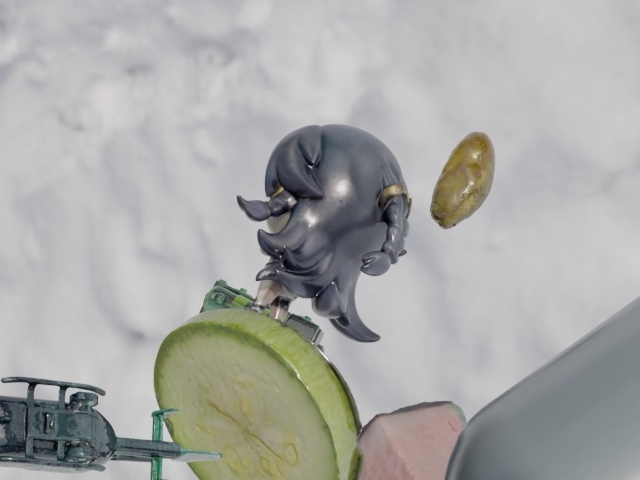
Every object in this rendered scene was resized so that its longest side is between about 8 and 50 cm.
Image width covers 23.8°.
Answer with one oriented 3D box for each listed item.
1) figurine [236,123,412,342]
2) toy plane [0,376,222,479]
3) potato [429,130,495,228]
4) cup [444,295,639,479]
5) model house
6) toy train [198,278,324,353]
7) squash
[{"bbox_3d":[0.005,-0.007,1.719,0.175,0.197,0.265,94,173,-67],"label":"figurine"},{"bbox_3d":[-0.172,0.144,1.071,0.096,0.235,0.060,-37,51,52],"label":"toy plane"},{"bbox_3d":[0.121,-0.049,1.252,0.046,0.045,0.092,13,64,36],"label":"potato"},{"bbox_3d":[0.243,0.127,0.941,0.205,0.312,0.205,56,176,5],"label":"cup"},{"bbox_3d":[0.130,0.356,1.833,0.237,0.202,0.237,-53,53,29],"label":"model house"},{"bbox_3d":[-0.088,0.121,2.245,0.132,0.200,0.083,67,-133,-74],"label":"toy train"},{"bbox_3d":[-0.061,0.163,1.350,0.219,0.041,0.219,18,123,30],"label":"squash"}]
